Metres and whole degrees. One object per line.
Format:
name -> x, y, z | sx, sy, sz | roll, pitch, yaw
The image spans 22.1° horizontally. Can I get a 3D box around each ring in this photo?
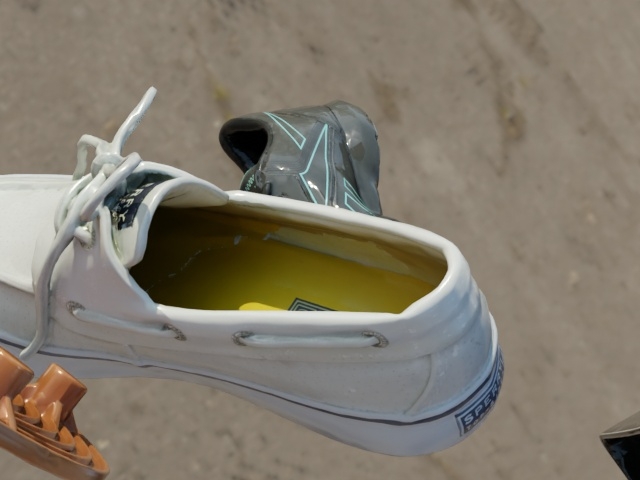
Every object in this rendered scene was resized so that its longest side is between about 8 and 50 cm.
ring -> -0.218, -0.009, 0.689 | 0.336, 0.032, 0.336 | 37, -7, 5

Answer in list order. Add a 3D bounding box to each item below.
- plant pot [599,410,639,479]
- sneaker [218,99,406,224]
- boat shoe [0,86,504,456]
plant pot -> 0.289, 0.133, 0.899 | 0.188, 0.167, 0.187 | 55, -5, 7
sneaker -> 0.000, 0.000, 1.126 | 0.106, 0.101, 0.267 | 6, 37, -23
boat shoe -> -0.086, 0.002, 0.860 | 0.136, 0.367, 0.156 | -57, 149, -32
